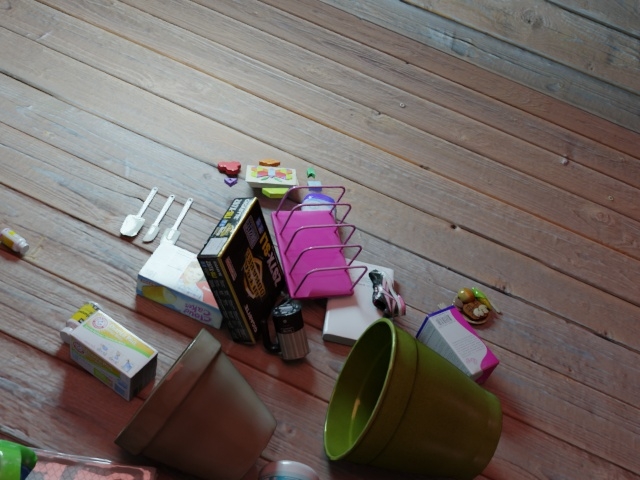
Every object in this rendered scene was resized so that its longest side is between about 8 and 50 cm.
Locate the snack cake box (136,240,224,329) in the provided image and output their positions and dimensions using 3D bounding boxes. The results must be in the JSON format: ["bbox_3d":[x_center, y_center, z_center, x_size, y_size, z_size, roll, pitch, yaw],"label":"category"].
[{"bbox_3d":[-0.369,0.124,2.025,0.264,0.089,0.152,23,43,4],"label":"snack cake box"}]

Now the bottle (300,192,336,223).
[{"bbox_3d":[-0.011,-0.028,2.280,0.118,0.092,0.282,13,45,-9],"label":"bottle"}]

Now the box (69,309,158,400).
[{"bbox_3d":[-0.524,0.289,1.801,0.203,0.114,0.103,31,46,14],"label":"box"}]

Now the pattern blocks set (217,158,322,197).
[{"bbox_3d":[-0.166,-0.215,2.394,0.325,0.026,0.285,-4,30,-19],"label":"pattern blocks set"}]

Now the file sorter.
[{"bbox_3d":[0.000,0.000,2.081,0.202,0.182,0.290,-3,62,-23],"label":"file sorter"}]

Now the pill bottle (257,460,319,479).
[{"bbox_3d":[-0.086,0.640,1.586,0.146,0.146,0.264,14,46,-5],"label":"pill bottle"}]

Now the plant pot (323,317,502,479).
[{"bbox_3d":[0.245,0.430,1.785,0.353,0.366,0.366,25,44,-11],"label":"plant pot"}]

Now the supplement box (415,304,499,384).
[{"bbox_3d":[0.396,0.316,2.073,0.111,0.114,0.220,-16,53,-31],"label":"supplement box"}]

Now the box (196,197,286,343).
[{"bbox_3d":[-0.207,0.081,1.960,0.079,0.322,0.257,0,39,21],"label":"box"}]

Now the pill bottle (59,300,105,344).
[{"bbox_3d":[-0.625,0.218,1.870,0.065,0.065,0.116,29,47,10],"label":"pill bottle"}]

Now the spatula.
[{"bbox_3d":[-0.503,-0.077,2.223,0.168,0.019,0.242,17,45,0],"label":"spatula"}]

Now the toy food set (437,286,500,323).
[{"bbox_3d":[0.479,0.206,2.254,0.192,0.038,0.132,-20,56,-32],"label":"toy food set"}]

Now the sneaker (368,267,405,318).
[{"bbox_3d":[0.183,0.159,2.129,0.077,0.072,0.178,-18,49,-18],"label":"sneaker"}]

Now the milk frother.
[{"bbox_3d":[-0.087,0.240,1.987,0.129,0.134,0.143,-2,18,27],"label":"milk frother"}]

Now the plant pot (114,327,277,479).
[{"bbox_3d":[-0.268,0.416,1.660,0.280,0.323,0.323,39,46,-3],"label":"plant pot"}]

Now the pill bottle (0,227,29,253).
[{"bbox_3d":[-0.864,0.003,2.011,0.083,0.043,0.043,32,47,13],"label":"pill bottle"}]

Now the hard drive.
[{"bbox_3d":[0.119,0.189,2.154,0.203,0.040,0.307,13,45,-5],"label":"hard drive"}]

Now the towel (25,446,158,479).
[{"bbox_3d":[-0.536,0.614,1.515,0.332,0.053,0.317,11,51,-7],"label":"towel"}]

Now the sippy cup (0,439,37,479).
[{"bbox_3d":[-0.703,0.518,1.395,0.240,0.305,0.224,9,60,-11],"label":"sippy cup"}]
